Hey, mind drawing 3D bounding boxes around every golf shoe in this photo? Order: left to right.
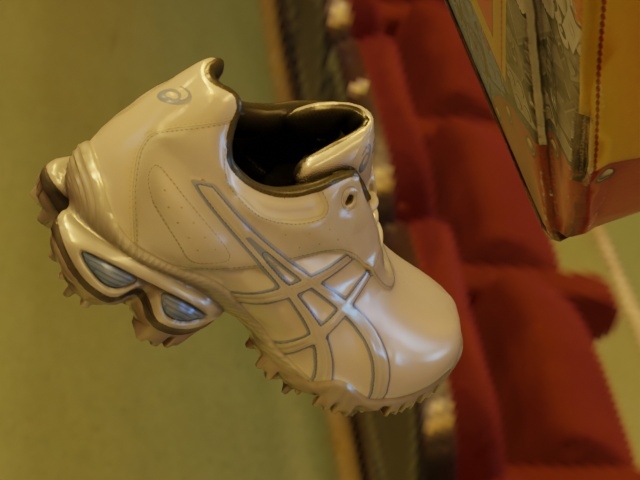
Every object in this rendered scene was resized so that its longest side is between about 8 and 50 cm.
[{"bbox_3d":[0.000,0.000,0.617,0.176,0.086,0.069,21,32,-46],"label":"golf shoe"}]

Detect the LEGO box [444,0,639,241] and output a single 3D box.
[{"bbox_3d":[0.281,-0.228,0.669,0.500,0.372,0.193,-18,65,-3],"label":"LEGO box"}]
